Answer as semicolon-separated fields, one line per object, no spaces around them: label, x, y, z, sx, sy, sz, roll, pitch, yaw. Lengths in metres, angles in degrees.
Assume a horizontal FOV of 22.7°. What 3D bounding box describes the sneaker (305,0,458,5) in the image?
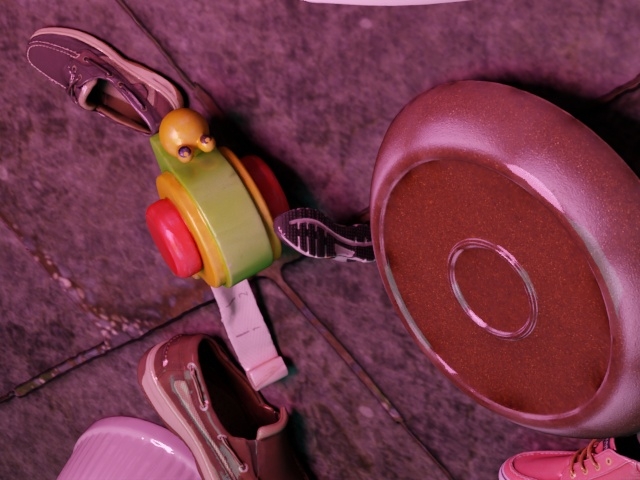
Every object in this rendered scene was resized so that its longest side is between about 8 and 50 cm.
sneaker;0.125;-0.264;0.897;0.323;0.130;0.236;-8;102;2

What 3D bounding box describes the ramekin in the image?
ramekin;-0.196;0.300;1.699;0.207;0.109;0.207;18;135;19

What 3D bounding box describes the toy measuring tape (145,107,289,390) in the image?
toy measuring tape;-0.070;0.029;1.371;0.121;0.121;0.330;7;134;28

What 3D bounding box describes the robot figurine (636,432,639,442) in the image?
robot figurine;0.335;0.110;1.201;0.211;0.085;0.291;-3;124;36

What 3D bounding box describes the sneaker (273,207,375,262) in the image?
sneaker;0.000;0.000;1.325;0.109;0.040;0.044;16;165;-40

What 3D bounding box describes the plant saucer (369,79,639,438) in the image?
plant saucer;0.143;0.028;1.217;0.311;0.050;0.310;30;137;33

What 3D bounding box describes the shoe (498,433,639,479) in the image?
shoe;0.237;0.190;1.355;0.178;0.063;0.081;7;129;22

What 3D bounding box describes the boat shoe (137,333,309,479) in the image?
boat shoe;-0.069;0.197;1.539;0.095;0.095;0.257;-28;108;39

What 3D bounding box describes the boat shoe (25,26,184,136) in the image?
boat shoe;-0.190;-0.135;1.356;0.152;0.049;0.056;23;136;15
